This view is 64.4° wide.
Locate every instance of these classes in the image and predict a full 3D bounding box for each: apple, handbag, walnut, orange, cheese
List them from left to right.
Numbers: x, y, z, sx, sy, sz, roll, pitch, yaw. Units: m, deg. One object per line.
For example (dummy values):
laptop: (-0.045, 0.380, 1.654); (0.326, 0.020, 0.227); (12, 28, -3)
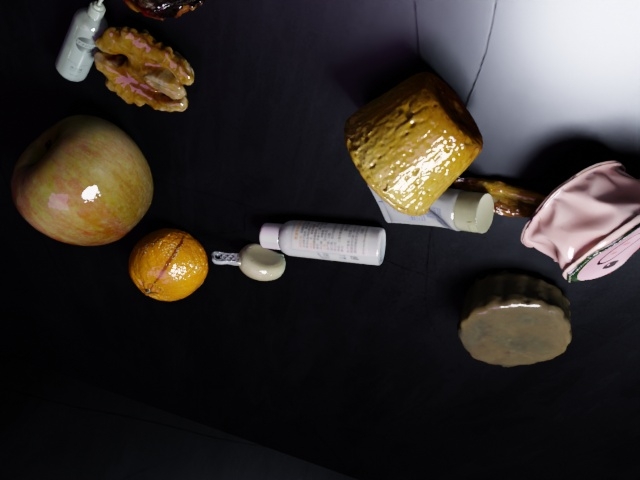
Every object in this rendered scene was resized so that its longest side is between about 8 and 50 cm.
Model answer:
apple: (-0.460, -0.109, 1.008); (0.257, 0.256, 0.233); (-8, 137, 29)
walnut: (-0.299, -0.295, 0.876); (0.170, 0.069, 0.143); (26, 138, -10)
orange: (-0.371, 0.063, 1.238); (0.194, 0.161, 0.193); (8, 140, 6)
cheese: (-0.167, 0.043, 1.191); (0.171, 0.092, 0.047); (19, 126, -10)
handbag: (0.436, -0.023, 0.804); (0.179, 0.116, 0.205); (-7, 143, -33)

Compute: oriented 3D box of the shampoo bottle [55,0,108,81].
shampoo bottle: (-0.397, -0.351, 0.862); (0.056, 0.056, 0.195); (36, 138, -19)

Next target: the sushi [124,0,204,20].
sushi: (-0.282, -0.428, 0.624); (0.343, 0.196, 0.182); (36, 130, -20)

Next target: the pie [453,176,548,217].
pie: (0.327, -0.074, 0.904); (0.191, 0.033, 0.088); (16, 152, 16)

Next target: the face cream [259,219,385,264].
face cream: (0.000, 0.000, 1.082); (0.269, 0.081, 0.081); (6, 138, 17)

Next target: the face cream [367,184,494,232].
face cream: (0.197, -0.064, 0.937); (0.224, 0.070, 0.114); (11, 145, 41)

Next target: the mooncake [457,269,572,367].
mooncake: (0.406, 0.163, 1.074); (0.229, 0.124, 0.228); (9, 134, 9)

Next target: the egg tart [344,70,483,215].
egg tart: (0.151, -0.152, 0.777); (0.203, 0.202, 0.147); (40, 124, -22)
